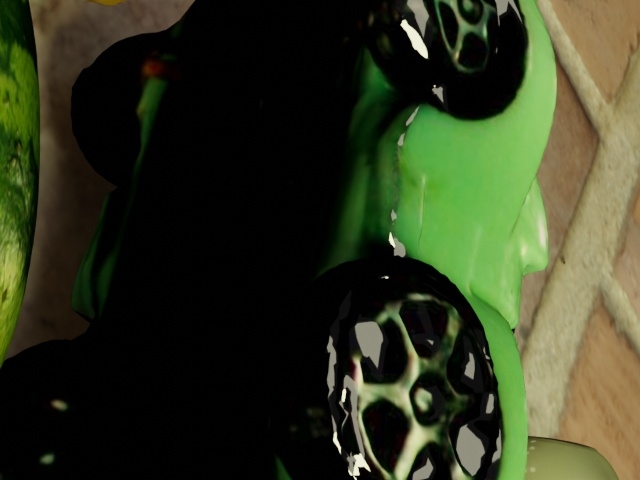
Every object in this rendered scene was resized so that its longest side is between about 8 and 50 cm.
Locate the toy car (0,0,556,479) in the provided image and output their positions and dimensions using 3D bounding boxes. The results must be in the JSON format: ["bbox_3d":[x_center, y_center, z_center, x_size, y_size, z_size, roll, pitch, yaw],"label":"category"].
[{"bbox_3d":[-0.005,0.042,0.598,0.176,0.213,0.359,34,55,-37],"label":"toy car"}]

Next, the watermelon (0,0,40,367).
[{"bbox_3d":[-0.202,-0.024,0.315,0.285,0.285,0.285,27,54,-46],"label":"watermelon"}]

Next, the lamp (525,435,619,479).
[{"bbox_3d":[0.121,0.195,0.858,0.091,0.091,0.163,23,74,-48],"label":"lamp"}]

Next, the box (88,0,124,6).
[{"bbox_3d":[-0.129,-0.253,0.549,0.283,0.214,0.259,7,78,-46],"label":"box"}]
